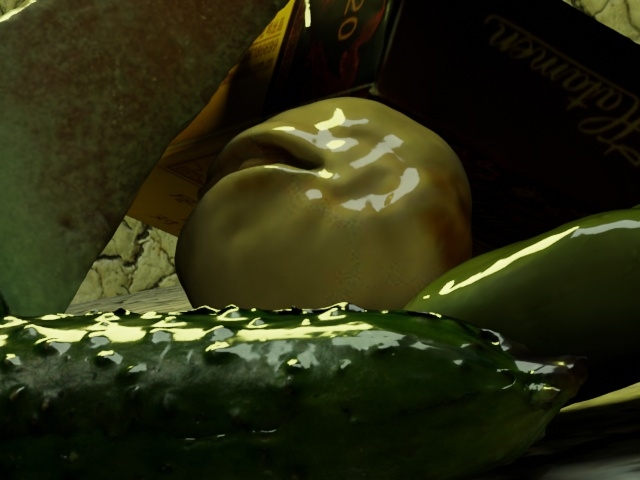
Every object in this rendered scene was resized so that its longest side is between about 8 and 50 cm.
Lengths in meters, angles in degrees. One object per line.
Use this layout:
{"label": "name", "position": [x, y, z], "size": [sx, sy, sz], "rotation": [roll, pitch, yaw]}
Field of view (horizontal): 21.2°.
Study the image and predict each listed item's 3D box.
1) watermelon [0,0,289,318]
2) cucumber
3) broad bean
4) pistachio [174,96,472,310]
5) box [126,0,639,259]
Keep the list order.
{"label": "watermelon", "position": [-0.170, -0.064, 0.980], "size": [0.302, 0.151, 0.264], "rotation": [-57, 14, -15]}
{"label": "cucumber", "position": [-0.037, 0.048, 0.459], "size": [0.227, 0.069, 0.069], "rotation": [-6, 3, 24]}
{"label": "broad bean", "position": [0.117, 0.012, 0.490], "size": [0.207, 0.072, 0.153], "rotation": [-13, -15, 26]}
{"label": "pistachio", "position": [0.000, 0.000, 0.910], "size": [0.144, 0.143, 0.215], "rotation": [-12, -5, -27]}
{"label": "box", "position": [0.039, -0.060, 1.124], "size": [0.264, 0.115, 0.415], "rotation": [25, -19, -26]}
